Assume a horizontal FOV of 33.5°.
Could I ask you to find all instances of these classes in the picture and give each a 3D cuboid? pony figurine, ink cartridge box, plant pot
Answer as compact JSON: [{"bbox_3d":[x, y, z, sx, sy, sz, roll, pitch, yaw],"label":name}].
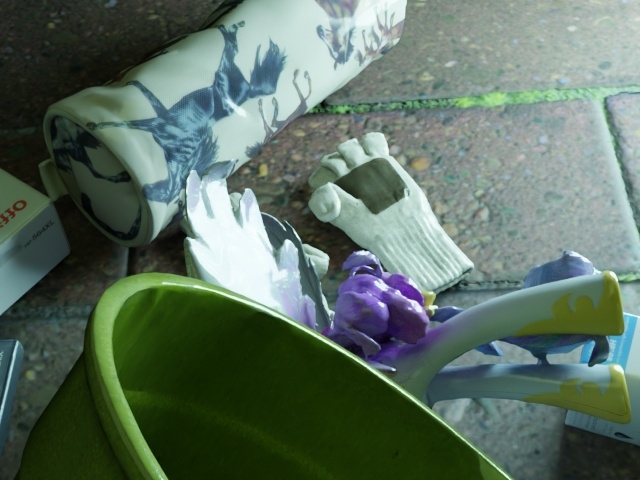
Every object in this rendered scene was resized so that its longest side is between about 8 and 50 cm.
[{"bbox_3d":[0.041,0.121,0.780,0.363,0.303,0.351,-9,81,11],"label":"pony figurine"},{"bbox_3d":[-0.371,-0.011,1.036,0.203,0.086,0.148,30,60,24],"label":"ink cartridge box"},{"bbox_3d":[0.299,0.126,0.861,0.180,0.104,0.060,14,53,16],"label":"ink cartridge box"},{"bbox_3d":[-0.056,0.265,0.515,0.353,0.366,0.366,-52,58,10],"label":"plant pot"}]

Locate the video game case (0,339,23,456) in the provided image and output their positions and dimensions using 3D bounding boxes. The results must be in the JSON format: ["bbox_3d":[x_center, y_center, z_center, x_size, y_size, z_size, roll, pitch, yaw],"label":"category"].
[{"bbox_3d":[-0.414,0.176,0.929,0.274,0.026,0.196,-1,51,2],"label":"video game case"}]

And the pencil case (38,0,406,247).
[{"bbox_3d":[-0.096,-0.166,1.094,0.410,0.160,0.183,-42,23,-25],"label":"pencil case"}]

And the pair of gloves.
[{"bbox_3d":[0.000,0.000,1.028,0.240,0.042,0.204,-22,53,-12],"label":"pair of gloves"}]
